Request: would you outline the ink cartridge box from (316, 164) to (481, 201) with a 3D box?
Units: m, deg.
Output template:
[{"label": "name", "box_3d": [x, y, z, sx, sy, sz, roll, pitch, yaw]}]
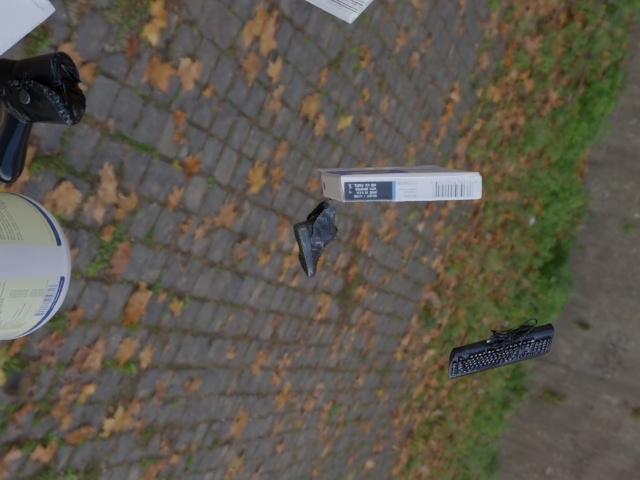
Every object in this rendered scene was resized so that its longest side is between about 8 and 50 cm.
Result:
[{"label": "ink cartridge box", "box_3d": [0.111, -0.088, 1.293, 0.208, 0.206, 0.045, -138, -133, -77]}]

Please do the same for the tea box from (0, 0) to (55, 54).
[{"label": "tea box", "box_3d": [-0.596, -0.385, 1.207, 0.220, 0.323, 0.329, -45, 117, -12]}]

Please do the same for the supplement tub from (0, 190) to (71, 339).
[{"label": "supplement tub", "box_3d": [-0.536, 0.037, 1.220, 0.236, 0.235, 0.325, -68, 166, 4]}]

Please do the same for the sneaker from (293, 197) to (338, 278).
[{"label": "sneaker", "box_3d": [-0.001, -0.001, 1.668, 0.089, 0.051, 0.170, -23, 135, -12]}]

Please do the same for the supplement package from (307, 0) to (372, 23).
[{"label": "supplement package", "box_3d": [0.062, -0.561, 1.597, 0.203, 0.149, 0.194, -33, -141, 58]}]

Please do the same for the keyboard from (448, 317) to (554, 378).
[{"label": "keyboard", "box_3d": [0.312, 0.191, 1.456, 0.192, 0.038, 0.100, -14, 130, -10]}]

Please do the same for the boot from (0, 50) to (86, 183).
[{"label": "boot", "box_3d": [-0.526, -0.218, 1.554, 0.094, 0.207, 0.247, -26, 118, -59]}]
